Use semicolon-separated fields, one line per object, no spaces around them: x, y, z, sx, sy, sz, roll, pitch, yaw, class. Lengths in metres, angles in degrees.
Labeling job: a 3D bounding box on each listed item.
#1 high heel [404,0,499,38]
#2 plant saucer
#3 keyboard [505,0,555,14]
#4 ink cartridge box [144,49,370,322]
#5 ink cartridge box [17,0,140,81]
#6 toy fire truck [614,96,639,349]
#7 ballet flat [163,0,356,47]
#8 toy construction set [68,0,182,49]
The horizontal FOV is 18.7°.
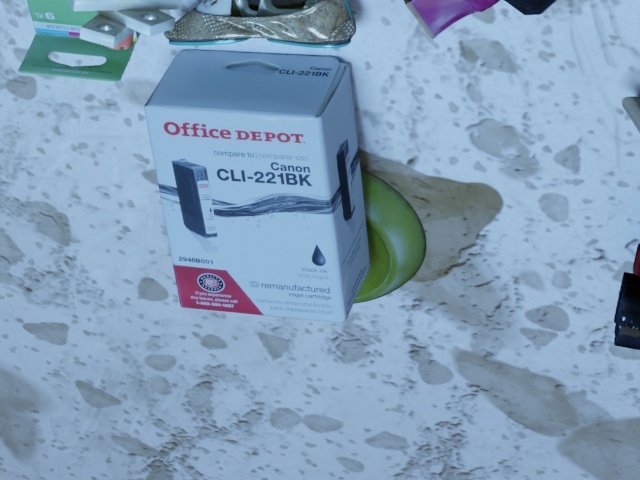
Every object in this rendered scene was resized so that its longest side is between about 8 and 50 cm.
0.088;-0.311;1.831;0.117;0.082;0.244;-35;107;8;high heel
0.000;0.000;2.235;0.241;0.037;0.241;11;141;9;plant saucer
0.146;-0.351;1.751;0.317;0.033;0.201;35;125;-23;keyboard
-0.064;-0.058;2.091;0.197;0.114;0.273;5;127;16;ink cartridge box
-0.218;-0.252;1.886;0.109;0.209;0.062;7;142;12;ink cartridge box
0.363;-0.015;1.997;0.158;0.217;0.246;12;99;7;toy fire truck
-0.063;-0.233;1.978;0.206;0.073;0.067;1;111;16;ballet flat
-0.112;-0.320;1.739;0.151;0.215;0.328;20;118;-9;toy construction set
